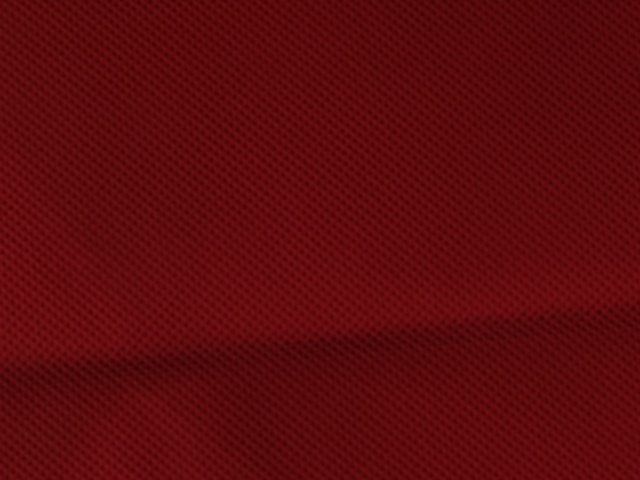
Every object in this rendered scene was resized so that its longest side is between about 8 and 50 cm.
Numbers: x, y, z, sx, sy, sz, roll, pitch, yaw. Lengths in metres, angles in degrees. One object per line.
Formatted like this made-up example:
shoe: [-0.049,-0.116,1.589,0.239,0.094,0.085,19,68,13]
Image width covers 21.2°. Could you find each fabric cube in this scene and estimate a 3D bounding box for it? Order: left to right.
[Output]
fabric cube: [0.006,0.031,0.451,0.254,0.258,0.259,80,4,-84]
